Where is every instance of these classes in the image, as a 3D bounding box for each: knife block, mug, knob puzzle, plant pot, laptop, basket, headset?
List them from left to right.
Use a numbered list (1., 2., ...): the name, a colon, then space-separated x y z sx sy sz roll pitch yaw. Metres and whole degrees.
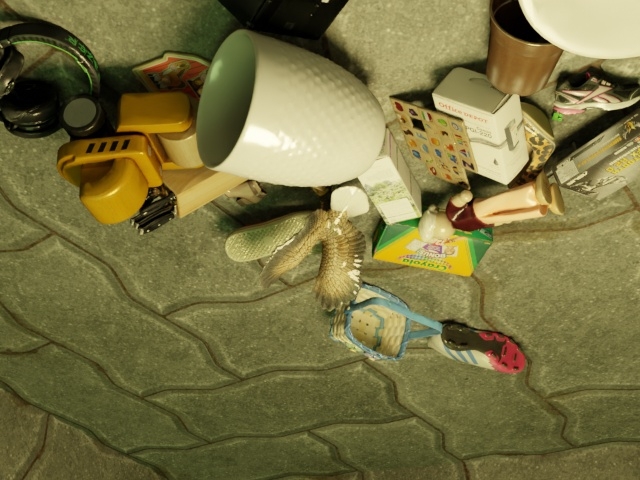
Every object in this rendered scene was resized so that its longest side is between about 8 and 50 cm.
1. headset: -0.663 -0.302 1.595 0.394 0.185 0.243 -19 138 13
2. knife block: -0.314 -0.115 1.753 0.275 0.242 0.088 6 145 -1
3. knob puzzle: -0.286 -0.333 1.632 0.213 0.030 0.213 4 143 3
4. laptop: -0.069 -0.511 1.376 0.264 0.137 0.234 -2 153 -36
5. mug: -0.072 -0.229 1.550 0.328 0.276 0.374 11 155 -30
6. basket: 0.183 0.243 2.205 0.254 0.201 0.289 26 149 -24
7. plant pot: 0.385 -0.368 1.394 0.166 0.167 0.165 3 151 4

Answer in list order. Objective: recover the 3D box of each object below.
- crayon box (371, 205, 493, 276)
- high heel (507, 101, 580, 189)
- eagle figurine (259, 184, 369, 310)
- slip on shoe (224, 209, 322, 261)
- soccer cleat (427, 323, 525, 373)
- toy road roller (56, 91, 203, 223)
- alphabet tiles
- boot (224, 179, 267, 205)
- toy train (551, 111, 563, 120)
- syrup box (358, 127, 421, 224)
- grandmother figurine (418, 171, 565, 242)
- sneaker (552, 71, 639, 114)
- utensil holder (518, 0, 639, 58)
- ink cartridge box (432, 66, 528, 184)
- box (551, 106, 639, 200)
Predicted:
1. crayon box: 0.289 -0.004 1.956 0.278 0.081 0.165 10 143 -7
2. high heel: 0.436 -0.200 1.658 0.261 0.093 0.186 29 136 -33
3. eagle figurine: 0.001 0.004 1.829 0.226 0.298 0.225 8 161 20
4. slip on shoe: -0.089 -0.017 1.987 0.331 0.101 0.123 -10 105 4
5. soccer cleat: 0.496 0.344 2.397 0.331 0.116 0.143 22 157 -17
6. toy road roller: -0.400 -0.171 1.619 0.329 0.241 0.202 -5 159 2
7. alphabet tiles: 0.259 -0.207 1.649 0.198 0.009 0.237 28 160 38
8. boot: -0.195 -0.134 1.888 0.087 0.042 0.118 -26 135 27
9. toy train: 0.513 -0.288 1.595 0.023 0.017 0.083 13 144 9
10. syrup box: 0.158 -0.148 1.767 0.093 0.096 0.237 -14 139 21
11. grandmother figurine: 0.374 -0.065 1.741 0.342 0.104 0.207 -18 142 37
12. sneaker: 0.565 -0.307 1.523 0.178 0.072 0.077 -9 113 -1
13. utensil holder: 0.407 -0.489 1.027 0.327 0.386 0.328 4 145 3
14. ink cartridge box: 0.338 -0.239 1.566 0.158 0.092 0.218 29 157 37
15. box: 0.650 -0.182 1.628 0.183 0.056 0.231 12 143 -41
